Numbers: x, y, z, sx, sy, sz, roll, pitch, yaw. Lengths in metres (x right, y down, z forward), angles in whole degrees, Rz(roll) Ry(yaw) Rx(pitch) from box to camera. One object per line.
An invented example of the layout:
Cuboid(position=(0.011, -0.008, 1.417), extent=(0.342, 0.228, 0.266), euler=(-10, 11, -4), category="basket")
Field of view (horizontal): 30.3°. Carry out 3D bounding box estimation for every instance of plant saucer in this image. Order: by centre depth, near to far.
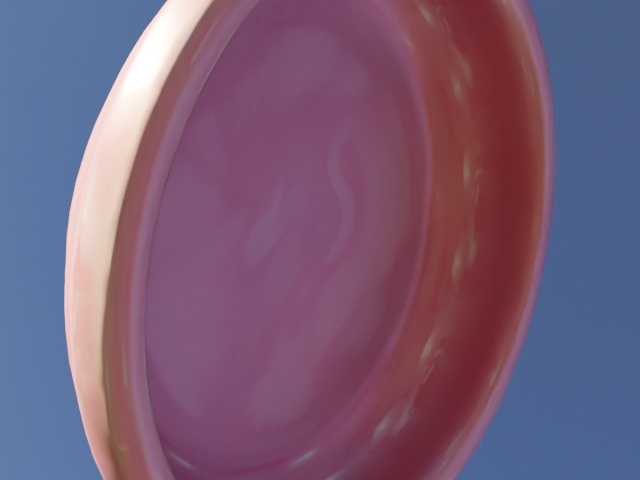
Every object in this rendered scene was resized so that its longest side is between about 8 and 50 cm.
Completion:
Cuboid(position=(0.000, 0.000, 0.571), extent=(0.084, 0.332, 0.332), euler=(13, -59, 37), category="plant saucer")
